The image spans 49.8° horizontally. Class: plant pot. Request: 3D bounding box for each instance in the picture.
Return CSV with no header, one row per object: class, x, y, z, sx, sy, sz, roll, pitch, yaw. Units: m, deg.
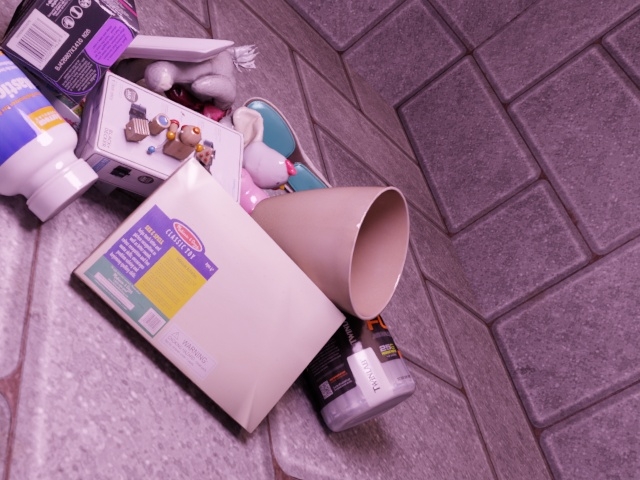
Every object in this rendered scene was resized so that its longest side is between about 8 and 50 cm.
plant pot,0.000,0.000,1.362,0.256,0.274,0.256,-31,127,-52

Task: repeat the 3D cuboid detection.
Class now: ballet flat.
ballet flat,-0.100,-0.235,1.974,0.400,0.139,0.139,51,22,-18

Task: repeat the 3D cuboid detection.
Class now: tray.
tray,-0.328,-0.395,1.415,0.145,0.270,0.030,-50,145,-62

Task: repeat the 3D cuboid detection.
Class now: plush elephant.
plush elephant,-0.274,-0.300,1.580,0.330,0.272,0.255,-20,114,-35

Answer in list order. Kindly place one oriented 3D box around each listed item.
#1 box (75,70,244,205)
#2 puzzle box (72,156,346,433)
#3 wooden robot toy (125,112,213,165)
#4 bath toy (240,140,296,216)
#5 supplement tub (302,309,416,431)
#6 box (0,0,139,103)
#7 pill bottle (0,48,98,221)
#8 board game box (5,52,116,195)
box,-0.281,-0.160,1.245,0.290,0.087,0.169,20,58,-37
puzzle box,-0.176,0.094,1.182,0.409,0.272,0.052,48,-19,-17
wooden robot toy,-0.237,-0.183,1.175,0.173,0.079,0.076,21,57,-37
bath toy,-0.168,-0.082,1.447,0.348,0.129,0.151,-51,144,-42
supplement tub,0.042,0.214,1.475,0.207,0.207,0.338,11,48,-59
box,-0.413,-0.372,1.152,0.143,0.165,0.270,38,13,-32
pill bottle,-0.477,-0.166,1.059,0.272,0.152,0.152,49,23,-10
board game box,-0.460,-0.261,1.304,0.303,0.097,0.224,45,25,-22
